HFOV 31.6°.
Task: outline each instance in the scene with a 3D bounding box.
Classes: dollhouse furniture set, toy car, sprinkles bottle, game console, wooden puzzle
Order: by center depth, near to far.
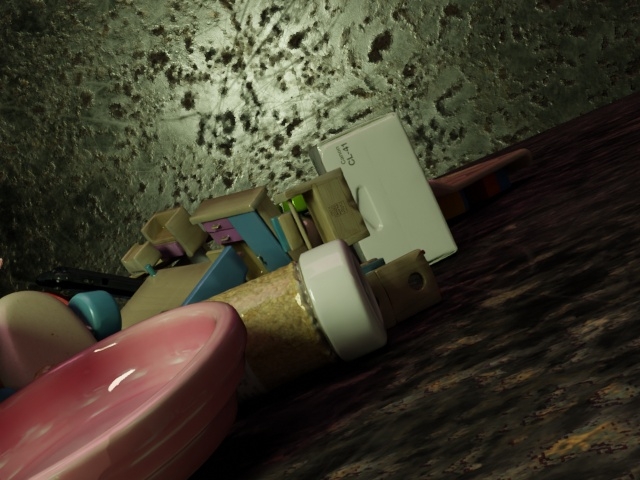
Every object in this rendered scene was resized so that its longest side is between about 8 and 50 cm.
[{"bbox_3d":[-0.114,0.120,1.161,0.356,0.121,0.121,-23,4,6],"label":"sprinkles bottle"},{"bbox_3d":[0.028,0.013,1.290,0.129,0.183,0.129,-25,4,-22],"label":"dollhouse furniture set"},{"bbox_3d":[-0.352,0.203,1.365,0.219,0.210,0.238,-10,-35,-44],"label":"toy car"},{"bbox_3d":[-0.179,0.105,1.673,0.286,0.198,0.303,-11,34,42],"label":"dollhouse furniture set"},{"bbox_3d":[-0.296,0.094,1.880,0.361,0.043,0.213,12,-18,-32],"label":"game console"},{"bbox_3d":[0.000,0.000,1.991,0.188,0.155,0.149,-10,-7,-45],"label":"toy car"},{"bbox_3d":[0.205,-0.072,2.166,0.322,0.080,0.348,-19,0,40],"label":"wooden puzzle"}]

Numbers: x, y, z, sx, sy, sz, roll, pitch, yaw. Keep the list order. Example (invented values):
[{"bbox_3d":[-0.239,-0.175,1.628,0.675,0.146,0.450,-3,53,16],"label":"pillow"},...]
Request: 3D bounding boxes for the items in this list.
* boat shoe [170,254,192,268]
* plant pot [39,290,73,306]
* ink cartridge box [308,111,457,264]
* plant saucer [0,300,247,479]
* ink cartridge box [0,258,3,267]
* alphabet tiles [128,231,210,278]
[{"bbox_3d":[-0.272,0.096,2.168,0.118,0.103,0.320,1,-13,-22],"label":"boat shoe"},{"bbox_3d":[-0.438,0.175,1.839,0.191,0.191,0.174,-23,-2,4],"label":"plant pot"},{"bbox_3d":[0.086,-0.066,1.704,0.131,0.226,0.306,-25,5,-2],"label":"ink cartridge box"},{"bbox_3d":[-0.199,0.172,0.962,0.332,0.084,0.332,-28,12,6],"label":"plant saucer"},{"bbox_3d":[-0.397,0.165,1.069,0.261,0.066,0.296,-42,26,64],"label":"ink cartridge box"},{"bbox_3d":[-0.239,0.013,2.052,0.285,0.011,0.342,-30,1,-9],"label":"alphabet tiles"}]
